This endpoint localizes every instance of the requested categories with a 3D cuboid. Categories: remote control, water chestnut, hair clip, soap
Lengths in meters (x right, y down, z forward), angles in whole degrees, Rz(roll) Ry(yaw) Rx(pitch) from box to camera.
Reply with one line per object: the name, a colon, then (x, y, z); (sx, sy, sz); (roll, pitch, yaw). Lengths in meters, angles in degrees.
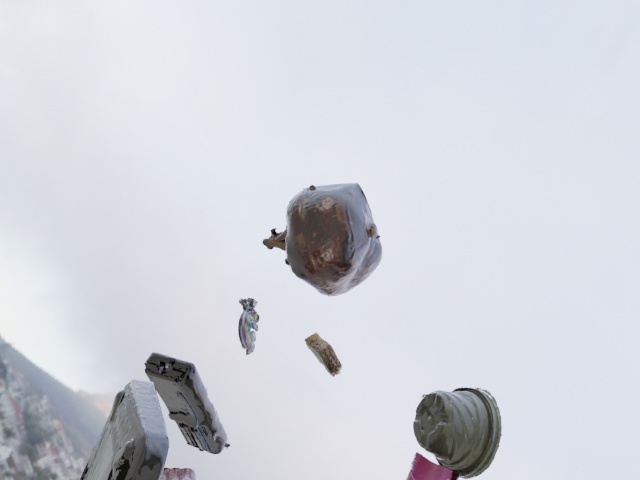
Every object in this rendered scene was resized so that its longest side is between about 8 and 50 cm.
remote control: (-0.330, 0.421, 1.326); (0.145, 0.062, 0.398); (9, -44, 19)
water chestnut: (0.000, 0.000, 1.516); (0.347, 0.335, 0.334); (-14, -83, 13)
hair clip: (-0.228, 0.263, 1.640); (0.049, 0.116, 0.172); (-6, -114, 19)
soap: (0.222, 0.582, 1.178); (0.112, 0.289, 0.182); (22, -85, 21)

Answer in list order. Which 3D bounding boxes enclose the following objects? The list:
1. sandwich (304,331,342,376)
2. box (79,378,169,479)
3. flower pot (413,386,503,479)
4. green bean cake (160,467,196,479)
sandwich: (0.008, 0.265, 1.235); (0.093, 0.036, 0.104); (29, -29, 57)
box: (-0.338, 0.404, 0.876); (0.289, 0.073, 0.289); (20, -93, 66)
flower pot: (0.328, 0.468, 1.344); (0.235, 0.141, 0.235); (-50, -156, 32)
green bean cake: (-0.321, 0.525, 1.064); (0.056, 0.136, 0.135); (-120, -143, -68)
